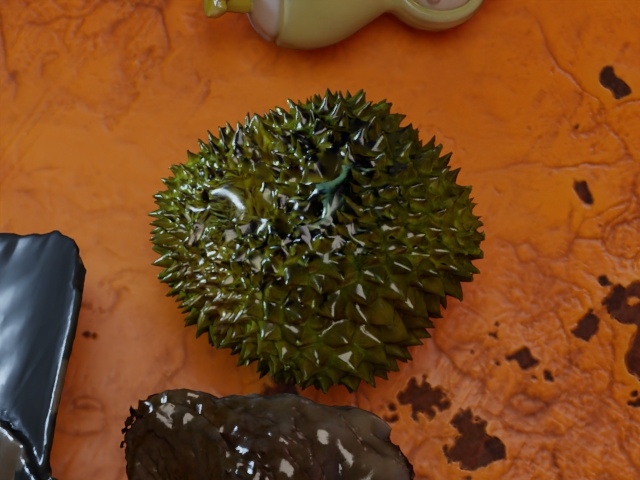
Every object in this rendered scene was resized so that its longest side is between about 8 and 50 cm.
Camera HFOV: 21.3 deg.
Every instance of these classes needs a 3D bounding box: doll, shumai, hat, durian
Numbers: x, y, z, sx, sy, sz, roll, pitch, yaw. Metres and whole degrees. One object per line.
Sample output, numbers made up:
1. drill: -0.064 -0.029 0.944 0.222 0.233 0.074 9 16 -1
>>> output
1. doll: 0.036 -0.250 1.586 0.296 0.117 0.141 -5 74 -7
2. shumai: -0.037 0.204 1.419 0.218 0.184 0.185 33 35 18
3. hat: -0.332 0.171 1.408 0.366 0.257 0.381 6 33 13
4. durian: 0.000 0.000 1.437 0.291 0.224 0.291 2 71 -5
